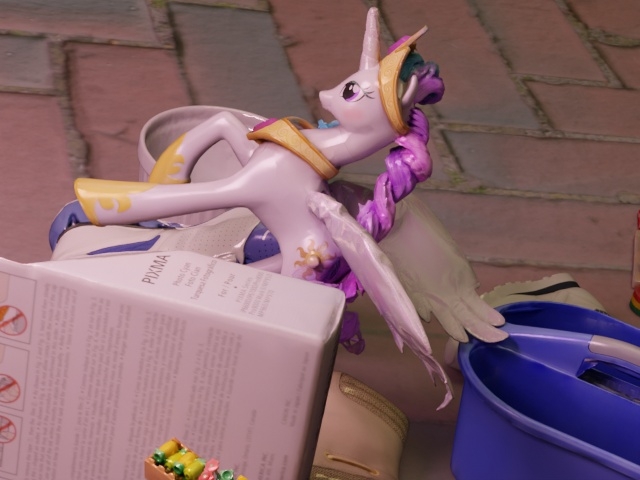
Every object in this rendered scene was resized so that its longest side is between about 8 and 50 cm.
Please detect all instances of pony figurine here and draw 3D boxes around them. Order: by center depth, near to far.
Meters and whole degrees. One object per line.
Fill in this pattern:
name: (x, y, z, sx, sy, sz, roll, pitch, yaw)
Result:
pony figurine: (0.000, 0.000, 1.673, 0.363, 0.351, 0.303, -25, 5, 14)

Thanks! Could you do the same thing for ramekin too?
ramekin: (-0.120, -0.064, 2.077, 0.207, 0.109, 0.207, 10, 31, -6)

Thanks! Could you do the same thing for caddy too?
caddy: (0.294, 0.180, 1.769, 0.341, 0.179, 0.241, 22, 33, 15)

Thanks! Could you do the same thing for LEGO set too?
LEGO set: (-0.053, 0.251, 1.348, 0.132, 0.107, 0.287, -23, 60, 3)

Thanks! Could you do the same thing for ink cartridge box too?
ink cartridge box: (-0.192, 0.142, 1.526, 0.385, 0.308, 0.091, 15, 31, 7)

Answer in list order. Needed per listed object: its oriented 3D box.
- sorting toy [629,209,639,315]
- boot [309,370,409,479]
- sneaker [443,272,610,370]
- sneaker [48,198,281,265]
sorting toy: (0.463, 0.021, 2.216, 0.132, 0.046, 0.274, 15, 31, 3)
boot: (-0.040, 0.200, 1.692, 0.262, 0.095, 0.203, 13, 32, -2)
sneaker: (0.236, 0.103, 1.968, 0.235, 0.090, 0.095, -18, 52, -38)
sneaker: (-0.162, 0.055, 1.851, 0.315, 0.127, 0.182, 2, 36, 15)
